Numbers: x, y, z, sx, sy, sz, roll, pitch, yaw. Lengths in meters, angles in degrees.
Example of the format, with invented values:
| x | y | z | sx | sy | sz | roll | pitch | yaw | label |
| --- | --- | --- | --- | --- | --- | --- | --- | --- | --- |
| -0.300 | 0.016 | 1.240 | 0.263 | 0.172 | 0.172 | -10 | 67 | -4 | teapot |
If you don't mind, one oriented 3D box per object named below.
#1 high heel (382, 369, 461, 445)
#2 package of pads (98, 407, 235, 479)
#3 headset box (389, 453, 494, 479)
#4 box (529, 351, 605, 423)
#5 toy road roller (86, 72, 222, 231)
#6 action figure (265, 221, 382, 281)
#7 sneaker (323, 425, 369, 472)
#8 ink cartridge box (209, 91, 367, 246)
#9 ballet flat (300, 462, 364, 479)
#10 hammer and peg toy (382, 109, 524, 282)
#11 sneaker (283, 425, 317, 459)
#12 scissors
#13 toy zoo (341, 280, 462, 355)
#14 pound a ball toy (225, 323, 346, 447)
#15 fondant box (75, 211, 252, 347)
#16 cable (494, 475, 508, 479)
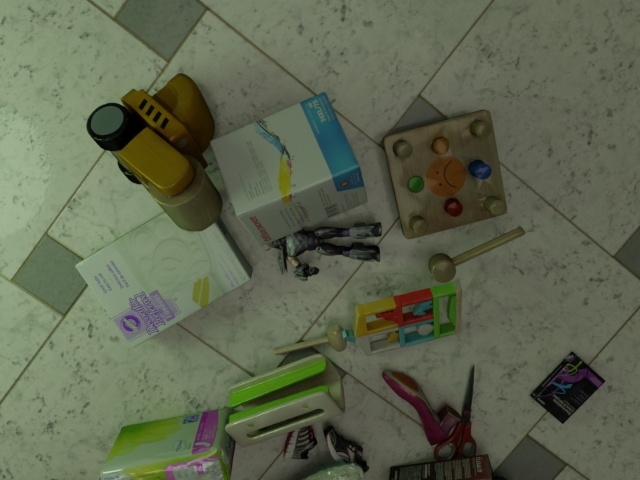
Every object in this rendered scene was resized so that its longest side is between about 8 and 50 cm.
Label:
| x | y | z | sx | sy | sz | roll | pitch | yaw | label |
| --- | --- | --- | --- | --- | --- | --- | --- | --- | --- |
| 0.235 | 0.431 | 1.586 | 0.244 | 0.082 | 0.117 | 34 | 107 | -14 | high heel |
| -0.355 | 0.514 | 1.481 | 0.297 | 0.229 | 0.101 | -11 | 102 | -1 | package of pads |
| 0.342 | 0.685 | 1.587 | 0.293 | 0.110 | 0.218 | -14 | 103 | 14 | headset box |
| 0.647 | 0.388 | 1.618 | 0.116 | 0.029 | 0.162 | 40 | 98 | -10 | box |
| -0.305 | -0.203 | 1.317 | 0.329 | 0.202 | 0.240 | 41 | 79 | 22 | toy road roller |
| 0.000 | 0.000 | 1.466 | 0.285 | 0.099 | 0.185 | -1 | 107 | 0 | action figure |
| 0.068 | 0.543 | 1.601 | 0.077 | 0.072 | 0.178 | -28 | 114 | -3 | sneaker |
| -0.064 | -0.147 | 1.345 | 0.270 | 0.198 | 0.197 | -23 | 70 | 1 | ink cartridge box |
| -0.061 | 0.700 | 1.557 | 0.409 | 0.147 | 0.147 | -27 | 102 | 12 | ballet flat |
| 0.310 | -0.103 | 1.448 | 0.266 | 0.127 | 0.361 | -16 | 105 | 0 | hammer and peg toy |
| -0.038 | 0.492 | 1.582 | 0.075 | 0.063 | 0.170 | 17 | 103 | -9 | sneaker |
| 0.390 | 0.473 | 1.627 | 0.109 | 0.021 | 0.297 | 19 | 99 | -5 | scissors |
| 0.196 | 0.198 | 1.497 | 0.293 | 0.030 | 0.192 | -14 | 138 | -1 | toy zoo |
| -0.063 | 0.363 | 1.520 | 0.319 | 0.208 | 0.135 | -23 | 126 | 13 | pound a ball toy |
| -0.361 | 0.066 | 1.457 | 0.330 | 0.096 | 0.238 | -30 | 101 | 4 | fondant box |
| 0.434 | 0.696 | 1.663 | 0.185 | 0.047 | 0.150 | 0 | 110 | 5 | cable |
